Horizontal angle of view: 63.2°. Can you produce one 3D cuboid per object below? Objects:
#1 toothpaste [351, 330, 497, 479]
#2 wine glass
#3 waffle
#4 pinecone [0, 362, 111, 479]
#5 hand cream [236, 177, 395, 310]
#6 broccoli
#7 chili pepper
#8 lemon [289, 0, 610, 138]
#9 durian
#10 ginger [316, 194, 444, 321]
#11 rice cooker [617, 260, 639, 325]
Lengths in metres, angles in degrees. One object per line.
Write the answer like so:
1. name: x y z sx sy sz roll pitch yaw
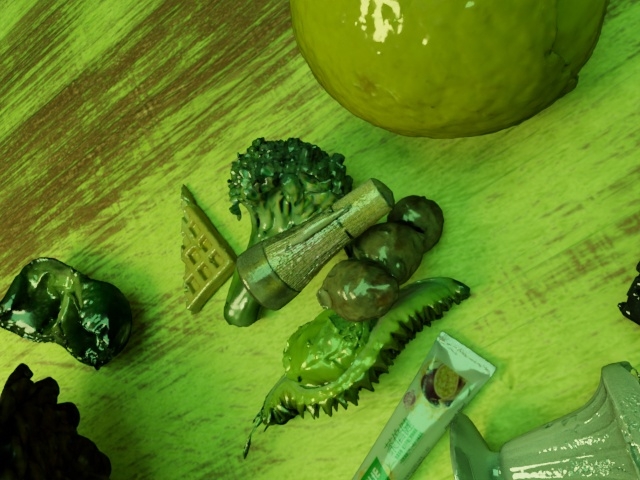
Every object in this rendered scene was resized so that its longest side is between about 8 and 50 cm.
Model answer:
1. toothpaste: 0.095 0.263 0.640 0.058 0.056 0.314 34 90 -18
2. wine glass: 0.243 0.220 0.521 0.197 0.165 0.164 -21 71 23
3. waffle: -0.219 0.010 0.849 0.125 0.032 0.191 -48 62 10
4. pinecone: -0.448 0.359 0.656 0.398 0.398 0.397 -5 76 23
5. hand cream: 0.000 0.000 0.613 0.203 0.084 0.084 -34 67 14
6. broccoli: -0.033 -0.004 0.731 0.199 0.177 0.274 2 110 -8
7. chili pepper: -0.406 0.123 0.871 0.265 0.116 0.148 13 72 26
8. lemon: 0.132 -0.286 0.587 0.388 0.350 0.349 3 80 28
9. durian: 0.023 0.154 0.664 0.375 0.107 0.132 -36 61 9
10. ginger: 0.084 0.020 0.640 0.104 0.080 0.204 -4 33 45
11. rice cooker: 0.389 0.035 0.506 0.118 0.142 0.203 35 94 39
